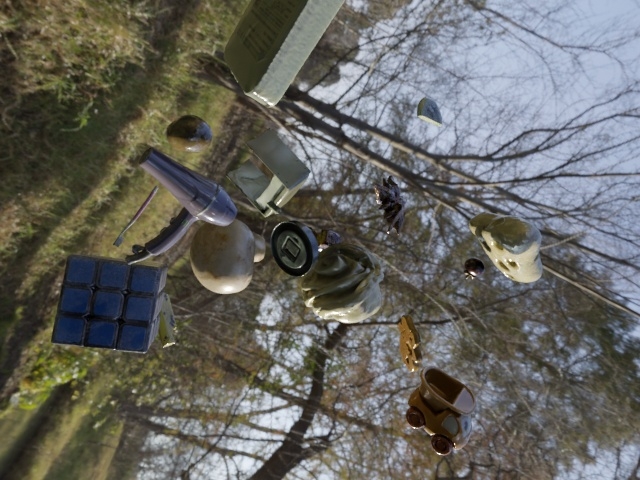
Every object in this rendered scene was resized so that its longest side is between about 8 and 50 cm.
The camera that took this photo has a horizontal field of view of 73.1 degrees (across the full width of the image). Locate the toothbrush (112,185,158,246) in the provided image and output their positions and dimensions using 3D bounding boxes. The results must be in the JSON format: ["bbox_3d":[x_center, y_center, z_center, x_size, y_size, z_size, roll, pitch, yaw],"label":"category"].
[{"bbox_3d":[-0.721,-0.097,1.699,0.020,0.025,0.286,7,-117,58],"label":"toothbrush"}]

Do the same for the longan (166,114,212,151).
[{"bbox_3d":[-0.555,-0.449,1.830,0.167,0.187,0.167,164,-90,-86],"label":"longan"}]

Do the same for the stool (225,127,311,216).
[{"bbox_3d":[-0.225,-0.285,1.854,0.170,0.269,0.243,-45,-178,-41],"label":"stool"}]

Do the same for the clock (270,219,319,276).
[{"bbox_3d":[-0.098,0.028,1.615,0.042,0.215,0.215,-23,158,-47],"label":"clock"}]

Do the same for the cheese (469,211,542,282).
[{"bbox_3d":[0.732,0.045,1.603,0.130,0.328,0.351,-40,-170,1],"label":"cheese"}]

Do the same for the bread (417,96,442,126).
[{"bbox_3d":[0.496,-0.588,1.938,0.036,0.193,0.112,-5,-97,44],"label":"bread"}]

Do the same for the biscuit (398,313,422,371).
[{"bbox_3d":[0.335,0.390,1.606,0.184,0.035,0.248,-110,-168,-52],"label":"biscuit"}]

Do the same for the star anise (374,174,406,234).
[{"bbox_3d":[0.370,-0.181,2.198,0.109,0.292,0.349,-27,-179,33],"label":"star anise"}]

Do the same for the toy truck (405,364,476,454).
[{"bbox_3d":[0.469,0.656,1.681,0.204,0.288,0.211,-15,139,-56],"label":"toy truck"}]

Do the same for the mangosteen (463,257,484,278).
[{"bbox_3d":[0.604,0.106,1.701,0.081,0.081,0.081,-55,-161,30],"label":"mangosteen"}]

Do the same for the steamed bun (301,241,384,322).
[{"bbox_3d":[0.093,0.152,1.786,0.247,0.339,0.352,84,20,-45],"label":"steamed bun"}]

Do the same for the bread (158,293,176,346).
[{"bbox_3d":[-0.674,0.345,1.879,0.049,0.226,0.088,-24,168,15],"label":"bread"}]

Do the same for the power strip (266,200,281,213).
[{"bbox_3d":[-0.183,-0.130,1.677,0.083,0.027,0.017,41,-32,39],"label":"power strip"}]

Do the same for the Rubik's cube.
[{"bbox_3d":[-0.731,0.213,1.552,0.304,0.305,0.300,174,-75,-74],"label":"Rubik's cube"}]

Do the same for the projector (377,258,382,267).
[{"bbox_3d":[0.269,0.151,2.253,0.083,0.083,0.082,-19,-151,32],"label":"projector"}]

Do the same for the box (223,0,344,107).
[{"bbox_3d":[-0.113,-0.605,1.199,0.396,0.111,0.396,-52,-140,21],"label":"box"}]

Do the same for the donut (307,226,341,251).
[{"bbox_3d":[-0.001,0.001,2.042,0.230,0.216,0.095,0,-108,33],"label":"donut"}]

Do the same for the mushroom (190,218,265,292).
[{"bbox_3d":[-0.333,0.054,1.648,0.298,0.290,0.297,2,-87,42],"label":"mushroom"}]

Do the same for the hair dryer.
[{"bbox_3d":[-0.454,-0.063,1.247,0.361,0.301,0.121,-46,-145,8],"label":"hair dryer"}]
